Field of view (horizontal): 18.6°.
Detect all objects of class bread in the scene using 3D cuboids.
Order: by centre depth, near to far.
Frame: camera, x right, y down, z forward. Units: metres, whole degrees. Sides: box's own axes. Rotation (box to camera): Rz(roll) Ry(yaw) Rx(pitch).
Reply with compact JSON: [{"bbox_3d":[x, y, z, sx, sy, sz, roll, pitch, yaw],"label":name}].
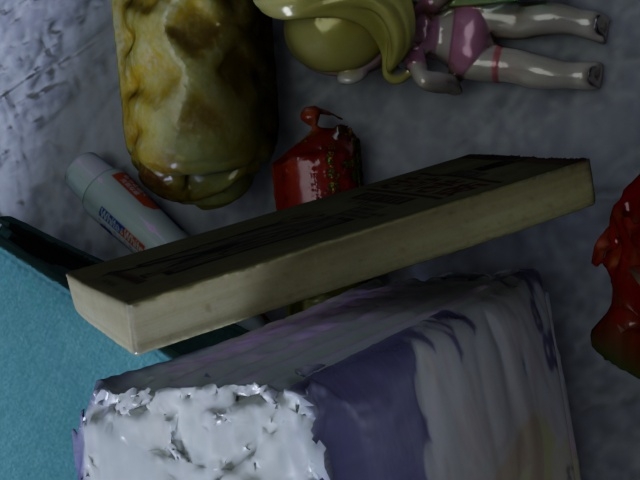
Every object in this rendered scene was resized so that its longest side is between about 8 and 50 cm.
[{"bbox_3d":[-0.072,-0.151,1.078,0.098,0.087,0.269,-10,83,59],"label":"bread"}]

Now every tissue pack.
[{"bbox_3d":[0.028,0.150,0.878,0.125,0.343,0.242,-7,94,23],"label":"tissue pack"}]

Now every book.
[{"bbox_3d":[0.000,0.000,0.952,0.231,0.161,0.026,-17,99,-15],"label":"book"}]

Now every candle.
[{"bbox_3d":[0.002,-0.009,1.066,0.052,0.052,0.131,-8,83,23],"label":"candle"}]

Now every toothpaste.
[{"bbox_3d":[-0.066,0.024,1.099,0.218,0.052,0.033,42,93,23],"label":"toothpaste"}]

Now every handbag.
[{"bbox_3d":[-0.125,0.146,1.074,0.274,0.100,0.269,25,107,35],"label":"handbag"}]

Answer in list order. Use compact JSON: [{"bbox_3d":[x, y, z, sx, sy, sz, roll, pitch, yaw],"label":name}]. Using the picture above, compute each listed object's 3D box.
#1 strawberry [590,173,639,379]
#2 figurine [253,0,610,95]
[{"bbox_3d":[0.286,-0.030,0.845,0.292,0.292,0.343,24,80,23],"label":"strawberry"},{"bbox_3d":[0.058,-0.115,1.037,0.187,0.083,0.083,11,93,14],"label":"figurine"}]
